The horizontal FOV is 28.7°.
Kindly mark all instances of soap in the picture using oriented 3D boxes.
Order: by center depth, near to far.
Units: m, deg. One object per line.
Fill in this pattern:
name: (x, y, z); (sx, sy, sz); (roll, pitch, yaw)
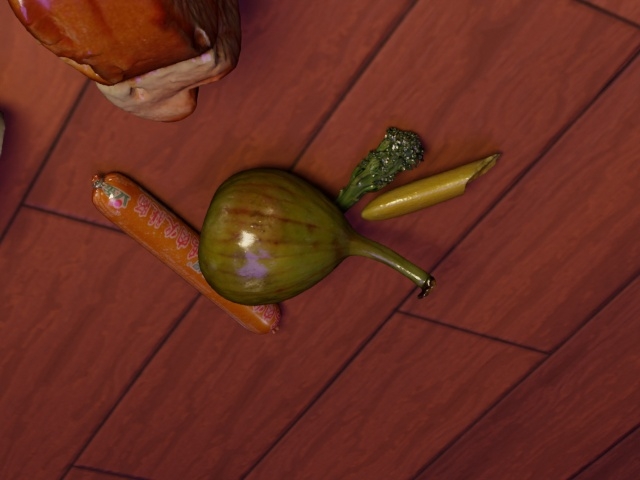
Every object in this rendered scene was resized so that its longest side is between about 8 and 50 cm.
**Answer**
soap: (0.125, -0.056, 1.382); (0.169, 0.033, 0.089); (-20, 180, 7)

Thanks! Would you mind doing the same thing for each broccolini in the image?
broccolini: (0.027, -0.051, 1.407); (0.054, 0.051, 0.239); (42, 130, -13)

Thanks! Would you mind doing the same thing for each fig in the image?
fig: (0.000, 0.000, 1.353); (0.259, 0.151, 0.151); (4, 139, 4)

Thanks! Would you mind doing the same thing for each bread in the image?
bread: (-0.166, -0.254, 0.939); (0.114, 0.295, 0.328); (-17, 170, 10)

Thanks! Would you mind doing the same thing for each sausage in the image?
sausage: (-0.147, 0.022, 1.450); (0.053, 0.053, 0.348); (-27, 136, 21)

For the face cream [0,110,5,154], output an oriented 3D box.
face cream: (-0.423, -0.076, 1.203); (0.195, 0.175, 0.175); (18, 133, -24)
